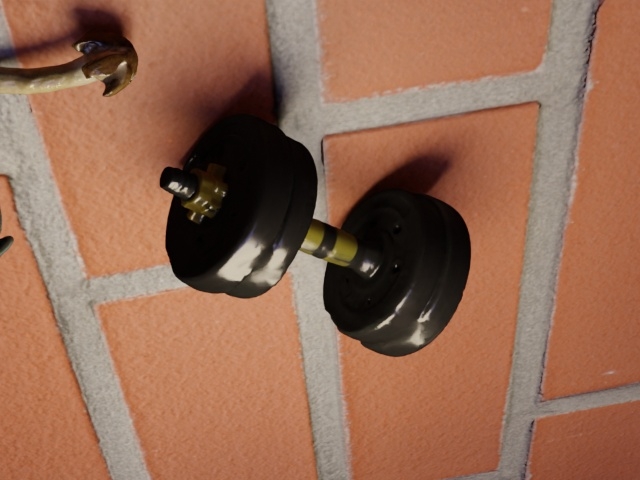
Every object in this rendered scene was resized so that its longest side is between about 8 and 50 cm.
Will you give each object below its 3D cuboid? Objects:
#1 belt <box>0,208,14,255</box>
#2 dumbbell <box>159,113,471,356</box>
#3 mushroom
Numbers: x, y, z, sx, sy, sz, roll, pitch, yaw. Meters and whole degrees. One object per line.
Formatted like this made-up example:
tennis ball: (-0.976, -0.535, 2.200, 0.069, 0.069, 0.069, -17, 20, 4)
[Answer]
belt: (-0.399, -0.039, 1.108, 0.116, 0.206, 0.267, -36, 144, 24)
dumbbell: (0.000, 0.000, 1.272, 0.388, 0.185, 0.185, 22, 128, -32)
mushroom: (-0.262, -0.158, 1.125, 0.187, 0.061, 0.060, -7, 110, -1)
